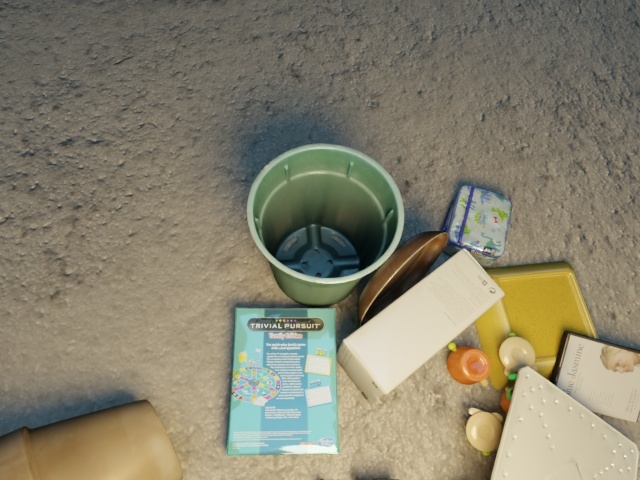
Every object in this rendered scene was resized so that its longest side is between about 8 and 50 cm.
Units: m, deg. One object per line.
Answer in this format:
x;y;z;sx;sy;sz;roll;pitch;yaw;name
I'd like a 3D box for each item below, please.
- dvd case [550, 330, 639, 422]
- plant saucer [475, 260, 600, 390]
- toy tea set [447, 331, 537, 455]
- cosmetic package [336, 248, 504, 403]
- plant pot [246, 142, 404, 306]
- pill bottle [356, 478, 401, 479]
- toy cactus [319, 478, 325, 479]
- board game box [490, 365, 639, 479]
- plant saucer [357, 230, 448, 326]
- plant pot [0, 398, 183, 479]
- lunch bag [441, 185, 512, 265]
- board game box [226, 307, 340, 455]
0.705;0.343;1.134;0.252;0.022;0.181;15;90;-7;dvd case
0.589;0.210;1.214;0.332;0.081;0.333;-5;67;-7;plant saucer
0.423;0.399;1.100;0.199;0.124;0.337;-2;75;0;toy tea set
0.234;0.215;1.109;0.384;0.217;0.156;-32;70;-19;cosmetic package
0.000;0.000;1.118;0.340;0.334;0.342;2;65;-4;plant pot
0.128;0.641;0.947;0.136;0.136;0.246;2;65;-4;pill bottle
-0.052;0.599;0.968;0.180;0.112;0.219;25;57;26;toy cactus
0.511;0.539;0.967;0.389;0.050;0.390;35;62;-11;board game box
0.194;0.087;1.111;0.310;0.311;0.050;-38;67;-19;plant saucer
-0.449;0.475;0.908;0.280;0.323;0.323;-24;69;-32;plant pot
0.453;-0.046;1.315;0.175;0.090;0.219;21;65;8;lunch bag
-0.087;0.337;1.099;0.253;0.079;0.337;1;65;-4;board game box
